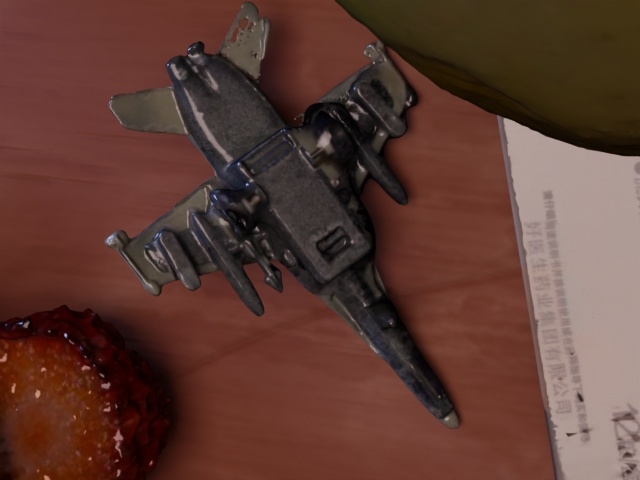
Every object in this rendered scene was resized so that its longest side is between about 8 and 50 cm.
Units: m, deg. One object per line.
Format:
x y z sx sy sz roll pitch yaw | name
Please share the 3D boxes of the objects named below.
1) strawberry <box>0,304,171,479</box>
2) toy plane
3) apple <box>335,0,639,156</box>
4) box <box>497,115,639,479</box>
-0.155 0.109 0.932 0.145 0.086 0.145 2 97 15 | strawberry
0.002 -0.001 0.871 0.192 0.088 0.262 -38 88 -9 | toy plane
0.173 -0.253 0.609 0.474 0.473 0.473 2 97 18 | apple
0.223 0.062 0.820 0.214 0.069 0.353 -8 96 18 | box
